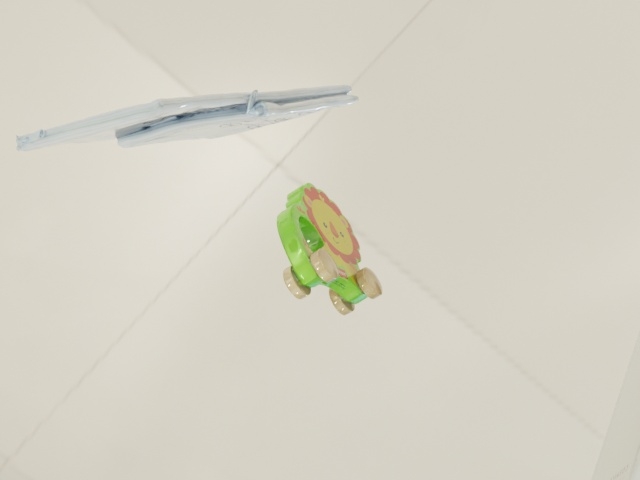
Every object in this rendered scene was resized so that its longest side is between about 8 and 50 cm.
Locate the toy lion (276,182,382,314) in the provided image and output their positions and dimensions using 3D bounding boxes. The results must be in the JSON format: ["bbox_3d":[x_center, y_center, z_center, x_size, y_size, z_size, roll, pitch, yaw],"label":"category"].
[{"bbox_3d":[0.000,0.000,1.050,0.034,0.100,0.096,-32,64,20],"label":"toy lion"}]

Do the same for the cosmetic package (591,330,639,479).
[{"bbox_3d":[0.388,0.099,1.391,0.162,0.453,0.230,21,158,5],"label":"cosmetic package"}]

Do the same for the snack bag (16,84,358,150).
[{"bbox_3d":[-0.176,-0.156,1.970,0.323,0.343,0.037,-8,91,45],"label":"snack bag"}]
